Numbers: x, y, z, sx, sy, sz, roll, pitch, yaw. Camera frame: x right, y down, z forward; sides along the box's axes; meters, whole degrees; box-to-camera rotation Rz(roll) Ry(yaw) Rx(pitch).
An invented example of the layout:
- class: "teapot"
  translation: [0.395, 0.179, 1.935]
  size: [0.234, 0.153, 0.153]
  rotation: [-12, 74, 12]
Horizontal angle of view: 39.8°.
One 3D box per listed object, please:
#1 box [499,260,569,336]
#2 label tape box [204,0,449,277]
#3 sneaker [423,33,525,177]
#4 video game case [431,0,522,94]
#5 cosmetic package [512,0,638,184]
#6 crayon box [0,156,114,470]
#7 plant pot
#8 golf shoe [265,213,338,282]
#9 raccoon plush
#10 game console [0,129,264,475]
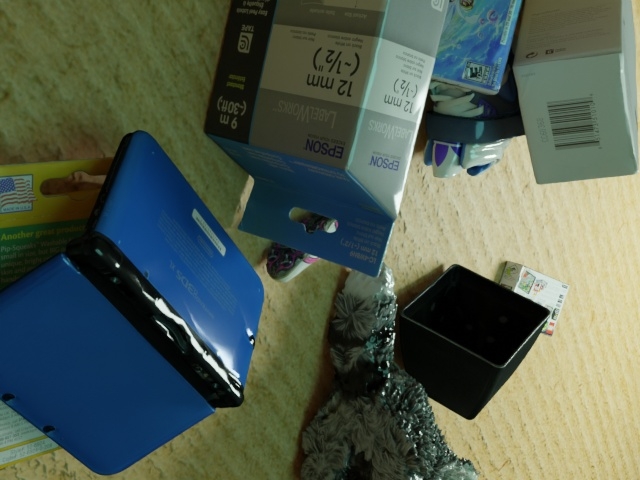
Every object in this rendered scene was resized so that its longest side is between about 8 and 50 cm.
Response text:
- class: "box"
  translation: [0.411, 0.117, 1.730]
  size: [0.207, 0.036, 0.114]
  rotation: [20, 90, -48]
- class: "label tape box"
  translation: [-0.011, -0.157, 1.033]
  size: [0.115, 0.249, 0.348]
  rotation: [9, 98, -48]
- class: "sneaker"
  translation: [0.205, -0.215, 1.322]
  size: [0.322, 0.130, 0.236]
  rotation: [23, 82, -54]
- class: "video game case"
  translation: [0.146, -0.352, 1.161]
  size: [0.244, 0.061, 0.270]
  rotation: [12, 97, -5]
- class: "cosmetic package"
  translation: [0.408, -0.285, 1.380]
  size: [0.385, 0.156, 0.217]
  rotation: [-68, 145, -45]
- class: "crayon box"
  translation: [-0.282, 0.063, 0.956]
  size: [0.203, 0.083, 0.323]
  rotation: [-10, 112, -44]
- class: "plant pot"
  translation: [0.241, 0.180, 1.470]
  size: [0.187, 0.188, 0.167]
  rotation: [-35, 144, -44]
- class: "golf shoe"
  translation: [0.000, 0.000, 1.237]
  size: [0.186, 0.067, 0.086]
  rotation: [-47, 134, -24]
- class: "raccoon plush"
  translation: [0.154, 0.267, 1.409]
  size: [0.299, 0.216, 0.447]
  rotation: [4, 101, -55]
- class: "game console"
  translation: [-0.212, 0.075, 0.952]
  size: [0.293, 0.173, 0.250]
  rotation: [57, 32, -42]
